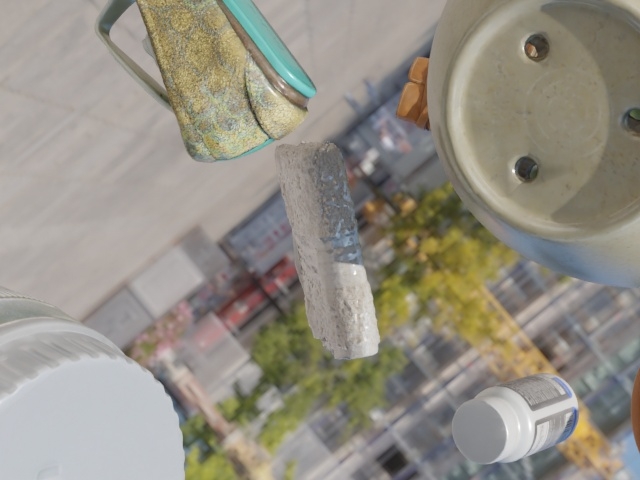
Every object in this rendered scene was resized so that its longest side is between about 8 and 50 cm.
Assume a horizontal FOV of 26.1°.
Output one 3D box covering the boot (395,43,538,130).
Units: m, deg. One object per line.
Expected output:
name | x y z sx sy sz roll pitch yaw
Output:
boot | 0.192 -0.211 1.735 0.197 0.152 0.073 -61 153 -24

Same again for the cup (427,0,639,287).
cup | 0.207 -0.103 0.976 0.331 0.331 0.237 -40 173 30

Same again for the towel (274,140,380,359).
towel | 0.000 0.000 1.266 0.049 0.187 0.282 -13 -175 -5

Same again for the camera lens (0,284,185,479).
camera lens | -0.241 0.117 0.766 0.274 0.219 0.219 17 -151 33

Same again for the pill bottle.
pill bottle | 0.198 0.183 1.408 0.137 0.078 0.078 -7 153 -50

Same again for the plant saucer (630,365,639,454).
plant saucer | 0.387 0.177 1.449 0.037 0.200 0.200 6 159 -22

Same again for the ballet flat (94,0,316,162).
ballet flat | -0.130 -0.205 1.009 0.123 0.348 0.123 -27 163 -9
